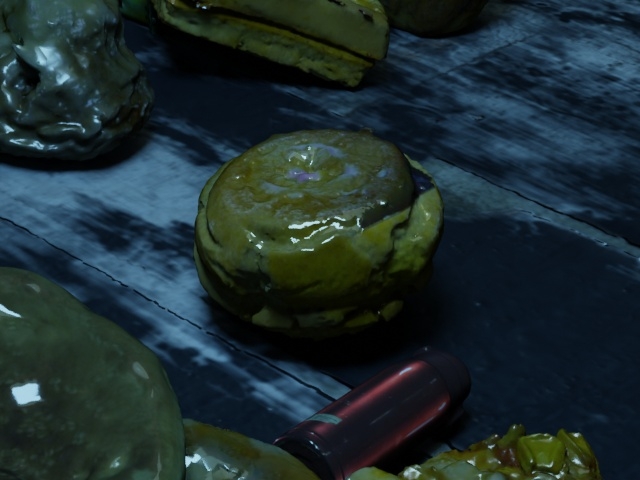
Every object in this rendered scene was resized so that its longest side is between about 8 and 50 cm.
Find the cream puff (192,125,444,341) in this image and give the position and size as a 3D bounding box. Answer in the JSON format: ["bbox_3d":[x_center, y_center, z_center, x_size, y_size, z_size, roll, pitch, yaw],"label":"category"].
[{"bbox_3d":[0.000,0.000,1.360,0.189,0.129,0.189,-2,35,2],"label":"cream puff"}]

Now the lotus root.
[{"bbox_3d":[0.112,-0.263,1.847,0.159,0.135,0.095,9,28,-21],"label":"lotus root"}]

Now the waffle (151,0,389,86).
[{"bbox_3d":[-0.071,-0.277,1.800,0.224,0.098,0.327,13,32,-24],"label":"waffle"}]

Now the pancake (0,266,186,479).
[{"bbox_3d":[-0.226,0.125,1.090,0.294,0.049,0.294,-7,46,7],"label":"pancake"}]

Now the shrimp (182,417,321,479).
[{"bbox_3d":[-0.062,0.191,1.097,0.185,0.068,0.287,-17,46,-27],"label":"shrimp"}]

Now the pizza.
[{"bbox_3d":[0.125,0.163,1.162,0.182,0.062,0.161,23,32,30],"label":"pizza"}]

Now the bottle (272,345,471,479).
[{"bbox_3d":[0.039,0.120,1.229,0.060,0.060,0.164,24,34,30],"label":"bottle"}]

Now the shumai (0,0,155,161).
[{"bbox_3d":[-0.238,-0.169,1.567,0.206,0.175,0.166,11,30,15],"label":"shumai"}]

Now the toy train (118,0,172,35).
[{"bbox_3d":[-0.168,-0.242,1.838,0.122,0.050,0.081,25,39,29],"label":"toy train"}]
